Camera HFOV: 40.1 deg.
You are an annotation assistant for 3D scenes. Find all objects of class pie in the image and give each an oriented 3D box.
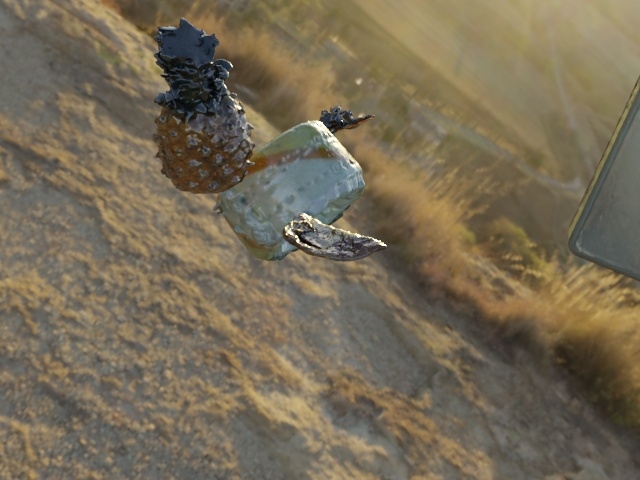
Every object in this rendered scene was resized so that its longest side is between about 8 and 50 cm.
[{"bbox_3d":[-0.001,0.001,1.225,0.088,0.033,0.191,-13,22,-33],"label":"pie"}]

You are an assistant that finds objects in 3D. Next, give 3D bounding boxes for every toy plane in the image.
[{"bbox_3d":[0.035,-0.247,1.840,0.062,0.188,0.135,39,56,-24],"label":"toy plane"}]

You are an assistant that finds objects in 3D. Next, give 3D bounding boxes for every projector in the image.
[{"bbox_3d":[0.411,-0.074,0.967,0.192,0.256,0.099,23,19,10],"label":"projector"}]

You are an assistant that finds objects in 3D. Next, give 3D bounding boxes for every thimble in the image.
[{"bbox_3d":[-0.060,-0.086,1.613,0.167,0.254,0.288,52,35,8],"label":"thimble"}]

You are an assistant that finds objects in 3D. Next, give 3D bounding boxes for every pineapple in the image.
[{"bbox_3d":[-0.184,-0.206,1.301,0.158,0.278,0.157,-2,45,2],"label":"pineapple"}]
